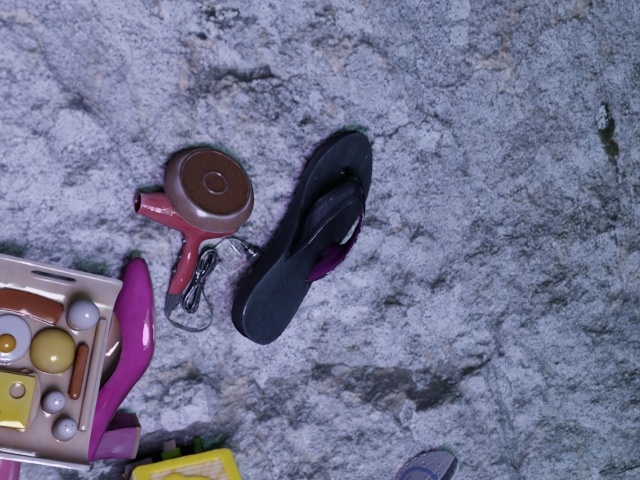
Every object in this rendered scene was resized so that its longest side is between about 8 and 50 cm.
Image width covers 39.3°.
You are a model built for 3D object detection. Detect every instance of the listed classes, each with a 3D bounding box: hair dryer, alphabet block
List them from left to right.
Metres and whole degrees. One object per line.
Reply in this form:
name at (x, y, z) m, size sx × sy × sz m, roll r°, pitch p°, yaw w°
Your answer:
alphabet block at (-0.243, 0.517, 1.618) m, size 0.193 × 0.192 × 0.197 m, roll -7°, pitch 143°, yaw -30°
hair dryer at (-0.223, 0.018, 1.588) m, size 0.223 × 0.080 × 0.293 m, roll -42°, pitch 121°, yaw -14°

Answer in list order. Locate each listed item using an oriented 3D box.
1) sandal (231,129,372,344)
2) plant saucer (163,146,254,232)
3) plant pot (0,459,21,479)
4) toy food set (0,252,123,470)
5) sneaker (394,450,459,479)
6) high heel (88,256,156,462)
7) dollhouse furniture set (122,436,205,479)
sandal at (0.001, 0.002, 1.671) m, size 0.167 × 0.107 × 0.445 m, roll 41°, pitch 74°, yaw -47°
plant saucer at (-0.186, -0.094, 1.548) m, size 0.168 × 0.029 × 0.168 m, roll 14°, pitch 59°, yaw -25°
plant pot at (-0.561, 0.340, 1.433) m, size 0.201 × 0.201 × 0.180 m, roll 23°, pitch 77°, yaw -33°
toy food set at (-0.440, 0.188, 1.391) m, size 0.220 × 0.092 × 0.306 m, roll 15°, pitch 69°, yaw -23°
sneaker at (0.208, 0.599, 2.014) m, size 0.297 × 0.111 × 0.129 m, roll -49°, pitch 138°, yaw -5°
high heel at (-0.386, 0.210, 1.531) m, size 0.181 × 0.127 × 0.377 m, roll 4°, pitch 98°, yaw -24°
dollhouse furniture set at (-0.295, 0.423, 1.701) m, size 0.152 × 0.058 × 0.076 m, roll -17°, pitch 121°, yaw -4°
